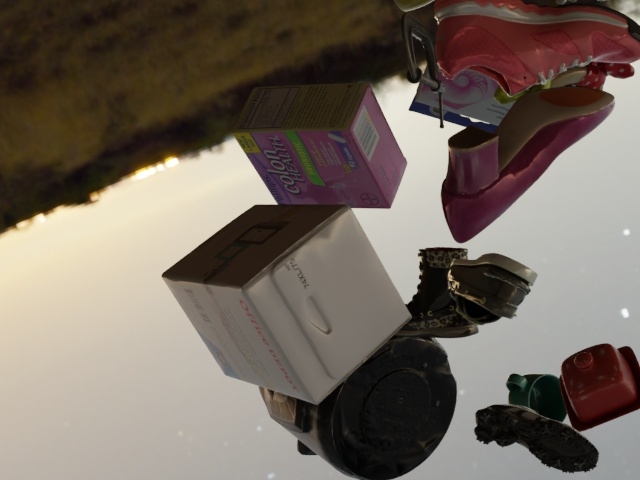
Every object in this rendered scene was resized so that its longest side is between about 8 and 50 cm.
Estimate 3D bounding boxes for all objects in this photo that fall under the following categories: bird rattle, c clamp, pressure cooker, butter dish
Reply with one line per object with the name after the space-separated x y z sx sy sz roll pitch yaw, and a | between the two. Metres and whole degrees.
0.429 -0.270 1.783 0.254 0.143 0.207 -26 148 -15 | bird rattle
0.142 -0.234 1.361 0.022 0.137 0.161 -7 171 23 | c clamp
0.059 0.322 2.325 0.370 0.375 0.420 -41 -149 -15 | pressure cooker
0.518 0.256 1.906 0.160 0.118 0.160 -28 -145 19 | butter dish

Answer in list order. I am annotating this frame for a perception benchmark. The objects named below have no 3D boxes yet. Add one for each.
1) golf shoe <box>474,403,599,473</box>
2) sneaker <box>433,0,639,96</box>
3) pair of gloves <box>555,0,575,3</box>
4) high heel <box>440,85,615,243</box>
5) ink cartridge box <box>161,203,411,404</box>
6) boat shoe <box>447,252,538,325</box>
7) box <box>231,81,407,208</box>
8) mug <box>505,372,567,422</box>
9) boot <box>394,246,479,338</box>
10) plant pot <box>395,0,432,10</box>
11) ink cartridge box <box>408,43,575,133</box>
0.344 0.298 1.583 0.198 0.077 0.094 19 -162 19 | golf shoe
0.311 -0.267 1.448 0.314 0.136 0.116 8 176 -1 | sneaker
0.391 -0.435 1.577 0.240 0.042 0.204 6 163 -16 | pair of gloves
0.228 -0.086 1.088 0.244 0.117 0.082 -28 -141 -33 | high heel
-0.053 0.080 1.433 0.197 0.198 0.270 -39 -159 -24 | ink cartridge box
0.264 0.088 1.665 0.091 0.109 0.305 -64 -176 -10 | boat shoe
0.001 -0.168 1.829 0.243 0.213 0.117 3 -126 30 | box
0.501 0.366 2.374 0.129 0.157 0.097 -24 -173 -30 | mug
0.204 0.101 2.014 0.236 0.178 0.085 0 -173 38 | boot
0.222 -0.565 2.167 0.095 0.134 0.134 3 -159 31 | plant pot
0.394 -0.340 2.302 0.330 0.324 0.071 110 -6 -52 | ink cartridge box
